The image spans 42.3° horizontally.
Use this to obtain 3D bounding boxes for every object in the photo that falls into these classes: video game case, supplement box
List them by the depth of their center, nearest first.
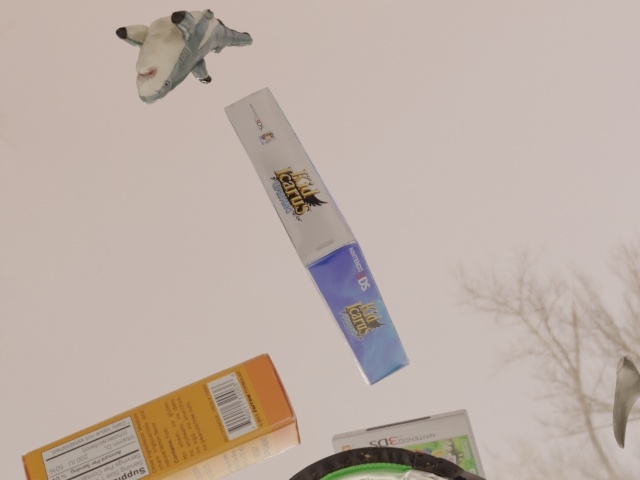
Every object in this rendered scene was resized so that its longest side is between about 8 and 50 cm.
[{"bbox_3d":[-0.139,0.189,0.748,0.234,0.080,0.078,-20,-31,-10],"label":"supplement box"},{"bbox_3d":[0.000,0.000,0.928,0.061,0.244,0.269,-28,-37,-2],"label":"video game case"},{"bbox_3d":[0.135,0.352,1.140,0.193,0.212,0.023,-15,4,16],"label":"video game case"}]

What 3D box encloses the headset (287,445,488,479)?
[{"bbox_3d":[0.126,0.300,0.641,0.394,0.243,0.185,17,-31,8],"label":"headset"}]

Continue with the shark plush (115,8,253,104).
[{"bbox_3d":[-0.119,-0.169,0.744,0.073,0.161,0.067,-9,-75,20],"label":"shark plush"}]

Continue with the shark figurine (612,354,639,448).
[{"bbox_3d":[0.415,0.151,0.790,0.278,0.166,0.116,24,-52,11],"label":"shark figurine"}]
